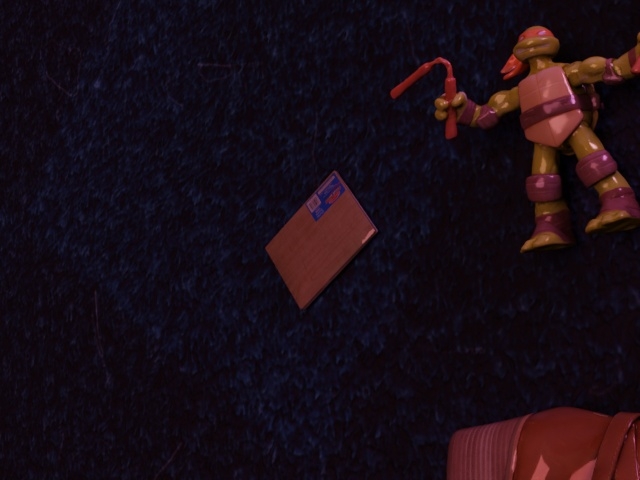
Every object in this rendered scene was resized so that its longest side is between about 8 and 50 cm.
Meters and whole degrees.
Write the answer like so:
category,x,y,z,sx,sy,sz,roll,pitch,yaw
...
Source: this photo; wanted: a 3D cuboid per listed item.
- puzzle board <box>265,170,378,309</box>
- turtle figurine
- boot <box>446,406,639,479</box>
category,x,y,z,sx,sy,sz,roll,pitch,yaw
puzzle board,0.000,0.000,1.108,0.128,0.011,0.096,-47,54,22
turtle figurine,0.202,-0.102,0.910,0.269,0.087,0.217,-16,78,28
boot,0.220,0.278,0.818,0.220,0.109,0.284,-11,66,34
